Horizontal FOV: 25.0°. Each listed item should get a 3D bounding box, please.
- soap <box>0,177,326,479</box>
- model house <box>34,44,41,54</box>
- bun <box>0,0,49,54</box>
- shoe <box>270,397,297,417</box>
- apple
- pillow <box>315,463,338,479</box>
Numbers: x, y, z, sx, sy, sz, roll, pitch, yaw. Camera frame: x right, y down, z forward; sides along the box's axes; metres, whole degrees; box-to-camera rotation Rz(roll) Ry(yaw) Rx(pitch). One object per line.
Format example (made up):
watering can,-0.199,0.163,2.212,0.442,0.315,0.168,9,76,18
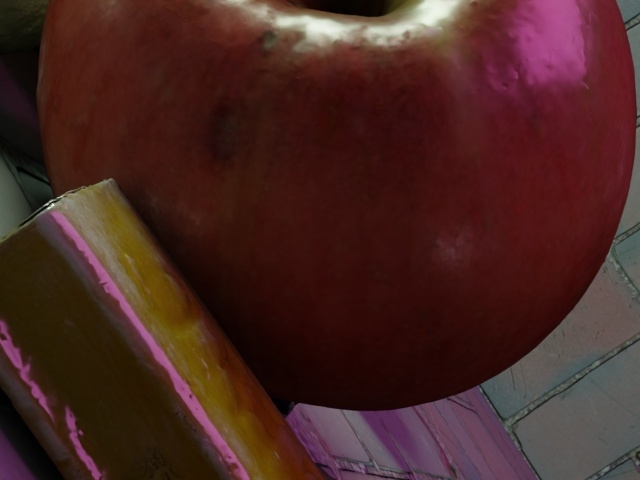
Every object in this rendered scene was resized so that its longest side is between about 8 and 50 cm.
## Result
soap,-0.065,0.098,0.688,0.257,0.080,0.160,55,6,-4
model house,-0.117,-0.265,1.156,0.317,0.282,0.297,26,-38,8
bun,-0.228,-0.217,0.928,0.195,0.118,0.195,53,10,-13
shoe,-0.031,0.056,1.088,0.091,0.106,0.207,52,12,-18
apple,0.010,-0.067,0.896,0.364,0.364,0.364,55,6,-9
pillow,0.065,0.262,0.869,0.274,0.076,0.281,49,9,-39
